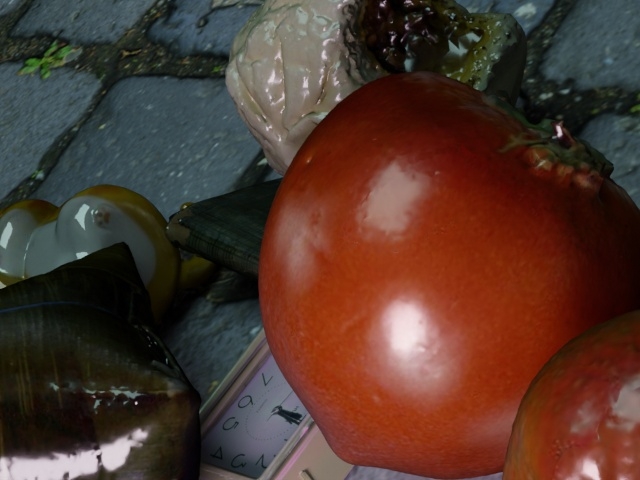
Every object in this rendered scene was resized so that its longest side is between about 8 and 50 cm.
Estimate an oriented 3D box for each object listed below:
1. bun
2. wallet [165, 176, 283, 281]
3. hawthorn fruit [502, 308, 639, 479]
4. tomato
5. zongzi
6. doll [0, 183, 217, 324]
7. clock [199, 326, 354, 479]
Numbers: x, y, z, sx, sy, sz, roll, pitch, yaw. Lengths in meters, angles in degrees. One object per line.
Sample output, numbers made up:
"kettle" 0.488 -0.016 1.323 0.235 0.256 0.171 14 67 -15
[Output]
"bun" 0.043 -0.138 1.879 0.281 0.281 0.205 3 60 46
"wallet" 0.000 -0.001 1.876 0.169 0.044 0.317 -22 24 -30
"hawthorn fruit" 0.260 0.159 1.304 0.277 0.277 0.298 -19 17 27
"tomato" 0.100 0.036 1.551 0.321 0.321 0.321 -25 34 19
"zongzi" -0.324 0.117 1.733 0.403 0.208 0.432 -5 28 -10
"doll" -0.260 0.029 2.046 0.270 0.162 0.166 0 71 37
"clock" -0.027 0.157 1.736 0.147 0.071 0.192 10 55 50
